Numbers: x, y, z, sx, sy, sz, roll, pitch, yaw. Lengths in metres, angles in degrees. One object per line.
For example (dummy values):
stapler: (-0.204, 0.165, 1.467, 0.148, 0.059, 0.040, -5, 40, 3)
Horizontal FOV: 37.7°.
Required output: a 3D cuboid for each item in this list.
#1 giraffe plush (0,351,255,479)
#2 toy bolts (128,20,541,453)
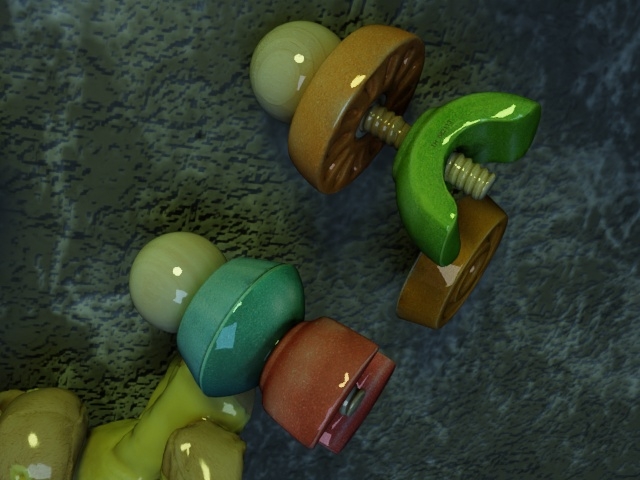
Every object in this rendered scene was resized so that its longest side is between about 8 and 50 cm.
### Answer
giraffe plush: (-0.146, 0.150, 0.610, 0.171, 0.181, 0.210, 14, 106, -7)
toy bolts: (0.000, 0.000, 0.567, 0.228, 0.159, 0.218, -54, 163, -11)
